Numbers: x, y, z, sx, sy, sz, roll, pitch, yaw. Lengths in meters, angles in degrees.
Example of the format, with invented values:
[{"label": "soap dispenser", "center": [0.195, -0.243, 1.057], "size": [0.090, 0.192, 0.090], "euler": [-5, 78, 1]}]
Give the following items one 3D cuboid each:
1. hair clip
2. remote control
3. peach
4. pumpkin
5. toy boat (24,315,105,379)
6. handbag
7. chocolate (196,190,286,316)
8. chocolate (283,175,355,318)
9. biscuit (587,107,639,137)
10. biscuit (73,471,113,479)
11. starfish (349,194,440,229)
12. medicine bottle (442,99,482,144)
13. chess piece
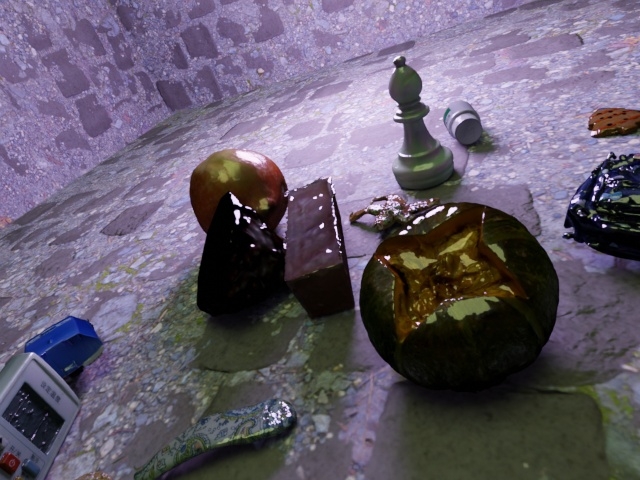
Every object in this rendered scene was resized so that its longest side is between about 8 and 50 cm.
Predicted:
[{"label": "hair clip", "center": [-0.140, 0.259, 0.521], "size": [0.228, 0.036, 0.066], "euler": [-23, 24, -1]}, {"label": "remote control", "center": [-0.432, 0.318, 0.515], "size": [0.050, 0.145, 0.344], "euler": [-15, 32, 5]}, {"label": "peach", "center": [-0.176, -0.098, 0.924], "size": [0.232, 0.233, 0.256], "euler": [-38, 43, -24]}, {"label": "pumpkin", "center": [0.165, 0.069, 0.501], "size": [0.237, 0.159, 0.238], "euler": [-17, 52, 23]}, {"label": "toy boat", "center": [-0.516, 0.209, 0.802], "size": [0.129, 0.088, 0.295], "euler": [-36, 22, -31]}, {"label": "handbag", "center": [0.467, -0.034, 0.513], "size": [0.260, 0.113, 0.162], "euler": [17, 55, 37]}, {"label": "chocolate", "center": [-0.123, 0.050, 0.773], "size": [0.176, 0.207, 0.224], "euler": [15, 33, -25]}, {"label": "chocolate", "center": [0.000, 0.000, 0.762], "size": [0.111, 0.112, 0.321], "euler": [-19, 32, 8]}, {"label": "biscuit", "center": [0.614, -0.254, 0.844], "size": [0.119, 0.019, 0.130], "euler": [-15, 31, 12]}, {"label": "biscuit", "center": [-0.314, 0.353, 0.507], "size": [0.120, 0.015, 0.120], "euler": [-15, 32, 10]}, {"label": "starfish", "center": [0.146, -0.053, 0.824], "size": [0.209, 0.053, 0.150], "euler": [-3, 23, 36]}, {"label": "medicine bottle", "center": [0.357, -0.296, 1.013], "size": [0.080, 0.080, 0.130], "euler": [-13, 32, 15]}, {"label": "chess piece", "center": [0.201, -0.258, 0.871], "size": [0.138, 0.272, 0.139], "euler": [-16, 30, 9]}]
